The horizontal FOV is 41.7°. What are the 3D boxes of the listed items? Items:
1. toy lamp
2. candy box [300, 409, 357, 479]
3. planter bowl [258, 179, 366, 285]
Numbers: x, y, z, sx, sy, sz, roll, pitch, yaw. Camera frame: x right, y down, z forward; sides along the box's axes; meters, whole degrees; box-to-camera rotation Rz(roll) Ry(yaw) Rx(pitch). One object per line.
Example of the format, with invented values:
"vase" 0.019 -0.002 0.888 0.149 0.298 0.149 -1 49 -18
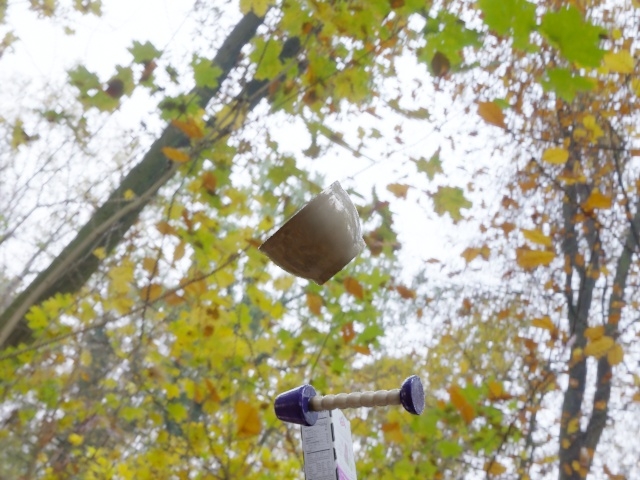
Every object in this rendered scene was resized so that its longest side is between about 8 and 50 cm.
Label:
"toy lamp" 0.046 0.292 1.515 0.275 0.080 0.080 -10 -57 25
"candy box" 0.019 0.443 1.633 0.071 0.233 0.159 -13 -34 11
"planter bowl" 0.000 0.000 1.283 0.109 0.162 0.162 49 -50 -2
